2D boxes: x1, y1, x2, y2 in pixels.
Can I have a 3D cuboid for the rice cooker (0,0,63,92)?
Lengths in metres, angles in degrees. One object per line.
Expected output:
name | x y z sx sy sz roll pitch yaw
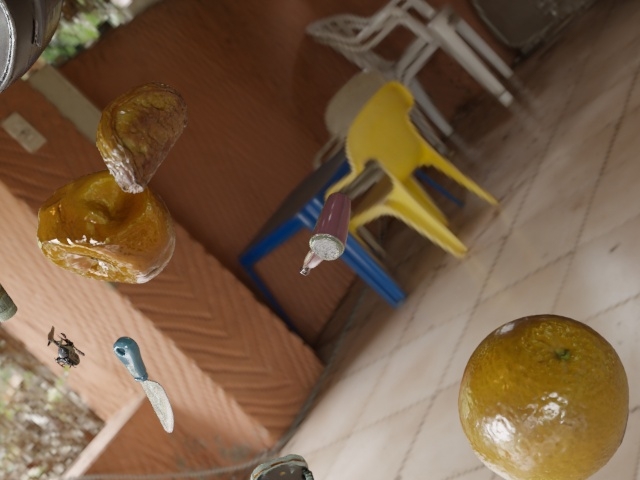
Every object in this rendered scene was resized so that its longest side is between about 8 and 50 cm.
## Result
rice cooker | -0.492 -0.351 1.260 0.267 0.267 0.224 -40 25 35

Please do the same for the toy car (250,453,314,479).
toy car | -0.048 0.404 1.351 0.095 0.204 0.056 -18 37 -9

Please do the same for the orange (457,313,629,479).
orange | 0.284 0.206 1.146 0.236 0.236 0.236 -45 9 9

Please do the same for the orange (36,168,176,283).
orange | -0.383 -0.026 1.630 0.249 0.249 0.183 -31 40 59

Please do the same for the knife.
knife | -0.339 0.291 1.779 0.058 0.244 0.032 -13 27 26

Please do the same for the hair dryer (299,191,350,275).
hair dryer | -0.002 0.006 1.402 0.154 0.054 0.106 -55 15 44

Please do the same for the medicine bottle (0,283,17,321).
medicine bottle | -0.620 0.111 1.709 0.047 0.083 0.047 -15 35 11

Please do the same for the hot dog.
hot dog | -0.211 -0.123 1.054 0.065 0.099 0.147 4 50 24

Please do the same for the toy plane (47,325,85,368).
toy plane | -0.500 0.214 1.749 0.031 0.120 0.049 0 57 22
